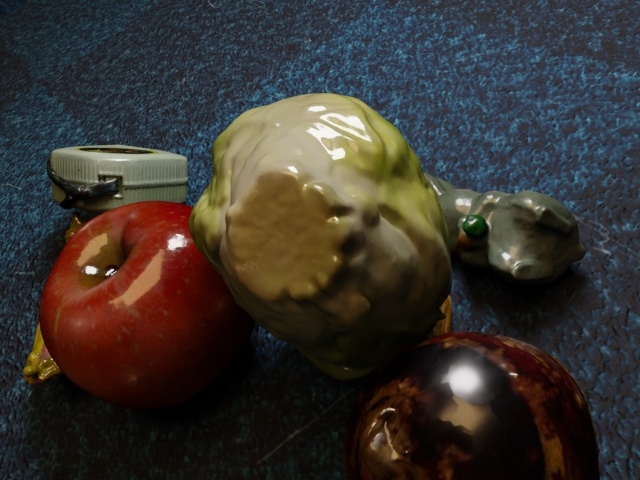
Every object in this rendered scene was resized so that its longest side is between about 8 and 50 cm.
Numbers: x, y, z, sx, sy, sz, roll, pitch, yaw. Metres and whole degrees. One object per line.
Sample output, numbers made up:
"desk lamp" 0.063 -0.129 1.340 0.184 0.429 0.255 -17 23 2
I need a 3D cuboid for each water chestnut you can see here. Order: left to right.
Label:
"water chestnut" 0.136 0.191 0.518 0.223 0.238 0.224 0 90 38

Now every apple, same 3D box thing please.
"apple" -0.211 0.078 0.737 0.260 0.217 0.261 -13 48 15

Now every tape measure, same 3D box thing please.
"tape measure" -0.362 -0.100 0.991 0.235 0.115 0.207 11 17 31

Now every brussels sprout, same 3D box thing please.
"brussels sprout" -0.002 -0.008 0.590 0.242 0.316 0.274 -29 59 11

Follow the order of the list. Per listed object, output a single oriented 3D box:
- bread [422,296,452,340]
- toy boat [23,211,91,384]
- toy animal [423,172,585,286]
"bread" 0.112 0.099 0.698 0.083 0.044 0.111 -1 53 24
"toy boat" -0.366 0.088 0.882 0.140 0.099 0.318 -18 43 9
"toy animal" 0.205 -0.015 0.736 0.236 0.138 0.108 24 100 62
